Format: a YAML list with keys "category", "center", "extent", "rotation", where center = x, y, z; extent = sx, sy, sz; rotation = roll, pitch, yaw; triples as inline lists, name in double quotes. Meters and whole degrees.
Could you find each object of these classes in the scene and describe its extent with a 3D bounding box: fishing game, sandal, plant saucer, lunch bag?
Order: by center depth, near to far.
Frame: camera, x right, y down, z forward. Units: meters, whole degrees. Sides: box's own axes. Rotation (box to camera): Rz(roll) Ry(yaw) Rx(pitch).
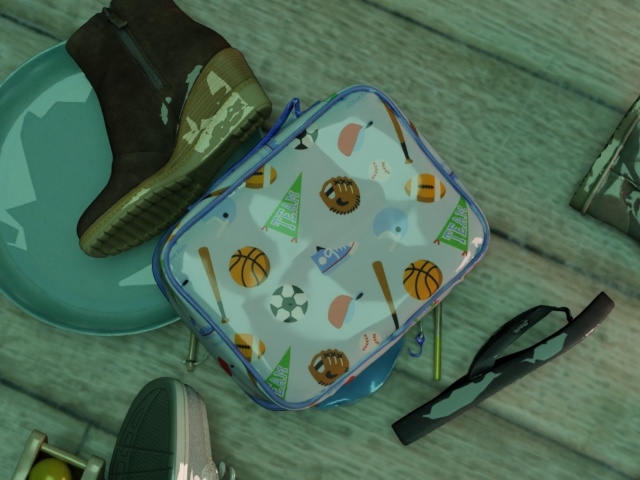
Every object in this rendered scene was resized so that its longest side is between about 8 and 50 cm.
- category: "lunch bag"
  center: [0.000, 0.000, 1.588]
  extent: [0.303, 0.115, 0.243]
  rotation: [-41, 91, -13]
- category: "sandal"
  center: [0.178, 0.116, 1.618]
  extent: [0.254, 0.097, 0.054]
  rotation: [-31, 84, -2]
- category: "fishing game"
  center: [-0.005, 0.080, 1.657]
  extent: [0.264, 0.041, 0.189]
  rotation: [6, 80, 2]
- category: "plant saucer"
  center: [-0.208, -0.057, 1.669]
  extent: [0.317, 0.044, 0.318]
  rotation: [0, 79, 3]

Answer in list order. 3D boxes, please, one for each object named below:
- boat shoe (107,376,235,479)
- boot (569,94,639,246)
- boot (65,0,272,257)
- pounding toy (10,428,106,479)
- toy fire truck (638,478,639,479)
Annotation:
- category: "boat shoe"
  center: [-0.137, 0.296, 1.607]
  extent: [0.103, 0.118, 0.320]
  rotation: [5, 77, -40]
- category: "boot"
  center: [0.381, -0.047, 1.645]
  extent: [0.208, 0.076, 0.190]
  rotation: [33, 99, 12]
- category: "boot"
  center: [-0.191, -0.123, 1.633]
  extent: [0.248, 0.090, 0.207]
  rotation: [-43, 68, -5]
- category: "pounding toy"
  center: [-0.327, 0.308, 1.579]
  extent: [0.154, 0.154, 0.270]
  rotation: [23, 84, 4]
- category: "toy fire truck"
  center: [0.346, 0.235, 1.579]
  extent: [0.047, 0.135, 0.192]
  rotation: [40, 86, 6]
